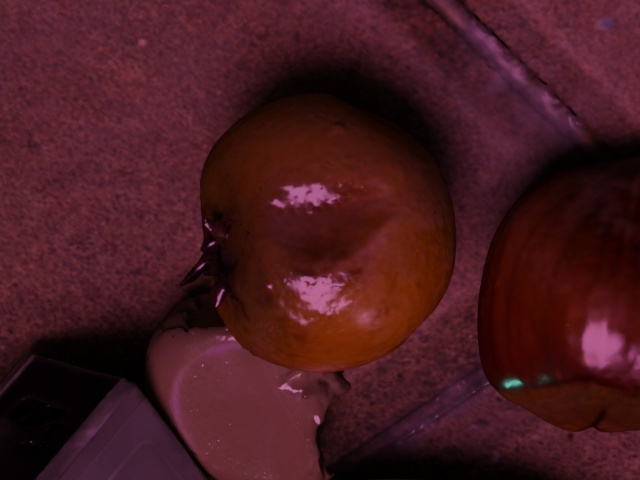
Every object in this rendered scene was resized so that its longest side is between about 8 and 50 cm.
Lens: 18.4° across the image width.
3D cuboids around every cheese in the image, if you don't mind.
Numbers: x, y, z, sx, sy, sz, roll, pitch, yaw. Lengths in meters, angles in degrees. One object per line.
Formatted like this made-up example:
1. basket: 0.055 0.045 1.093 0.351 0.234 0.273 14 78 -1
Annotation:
1. cheese: -0.055 0.130 1.651 0.175 0.091 0.202 -7 124 16

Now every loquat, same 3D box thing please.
1. loquat: 0.001 -0.005 1.473 0.213 0.213 0.213 5 125 8

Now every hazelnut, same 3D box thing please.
1. hazelnut: 0.228 0.043 1.499 0.212 0.181 0.181 10 154 6

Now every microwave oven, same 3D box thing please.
1. microwave oven: -0.245 0.277 1.635 0.181 0.295 0.237 10 141 44

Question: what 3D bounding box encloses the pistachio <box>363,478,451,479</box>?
1. pistachio: 0.112 0.300 1.683 0.318 0.193 0.214 16 170 14
